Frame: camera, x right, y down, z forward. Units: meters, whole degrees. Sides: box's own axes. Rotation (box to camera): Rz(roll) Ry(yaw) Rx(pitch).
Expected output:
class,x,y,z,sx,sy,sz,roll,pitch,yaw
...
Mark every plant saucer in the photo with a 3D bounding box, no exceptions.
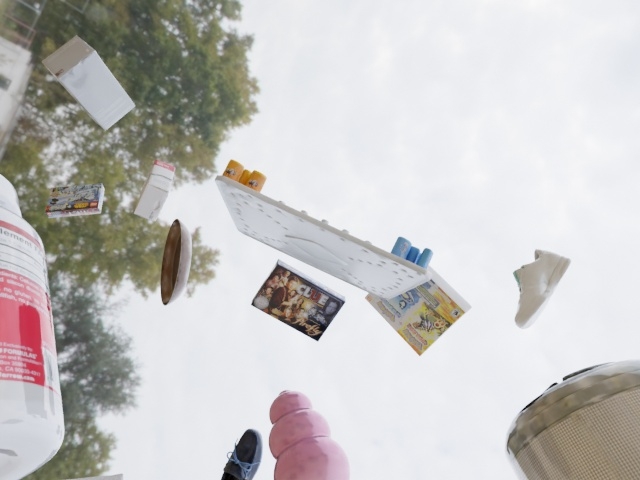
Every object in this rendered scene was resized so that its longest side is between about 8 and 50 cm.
class,x,y,z,sx,sy,sz,roll,pitch,yaw
plant saucer,-0.512,0.079,1.728,0.311,0.050,0.310,-28,-123,56

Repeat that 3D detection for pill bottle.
class,x,y,z,sx,sy,sz,roll,pitch,yaw
pill bottle,-0.471,0.095,0.617,0.229,0.229,0.407,-43,-125,25

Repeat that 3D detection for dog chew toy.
class,x,y,z,sx,sy,sz,roll,pitch,yaw
dog chew toy,-0.051,0.564,1.346,0.206,0.207,0.331,-48,-136,20

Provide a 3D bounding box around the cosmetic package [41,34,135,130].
class,x,y,z,sx,sy,sz,roll,pitch,yaw
cosmetic package,-0.655,-0.444,1.393,0.127,0.238,0.107,-44,-114,-13

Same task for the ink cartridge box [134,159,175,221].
class,x,y,z,sx,sy,sz,roll,pitch,yaw
ink cartridge box,-0.421,-0.129,1.239,0.099,0.056,0.135,-55,-154,26

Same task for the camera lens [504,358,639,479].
class,x,y,z,sx,sy,sz,roll,pitch,yaw
camera lens,0.342,0.280,0.497,0.219,0.219,0.274,-44,-140,24

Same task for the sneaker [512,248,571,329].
class,x,y,z,sx,sy,sz,roll,pitch,yaw
sneaker,0.457,0.101,1.061,0.094,0.080,0.212,30,-121,26

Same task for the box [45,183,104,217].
class,x,y,z,sx,sy,sz,roll,pitch,yaw
box,-0.671,-0.110,1.334,0.027,0.137,0.093,93,-11,-51

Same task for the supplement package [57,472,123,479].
class,x,y,z,sx,sy,sz,roll,pitch,yaw
supplement package,-0.521,0.526,0.884,0.204,0.262,0.145,-41,-132,44

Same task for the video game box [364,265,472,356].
class,x,y,z,sx,sy,sz,roll,pitch,yaw
video game box,0.231,0.151,1.190,0.205,0.048,0.187,46,-50,18

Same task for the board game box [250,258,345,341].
class,x,y,z,sx,sy,sz,roll,pitch,yaw
board game box,-0.068,0.186,1.501,0.165,0.243,0.042,-57,-170,15

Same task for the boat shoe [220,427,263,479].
class,x,y,z,sx,sy,sz,roll,pitch,yaw
boat shoe,-0.245,0.706,1.479,0.109,0.089,0.258,7,-107,24

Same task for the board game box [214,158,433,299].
class,x,y,z,sx,sy,sz,roll,pitch,yaw
board game box,0.000,0.000,0.977,0.390,0.390,0.050,105,9,-77
